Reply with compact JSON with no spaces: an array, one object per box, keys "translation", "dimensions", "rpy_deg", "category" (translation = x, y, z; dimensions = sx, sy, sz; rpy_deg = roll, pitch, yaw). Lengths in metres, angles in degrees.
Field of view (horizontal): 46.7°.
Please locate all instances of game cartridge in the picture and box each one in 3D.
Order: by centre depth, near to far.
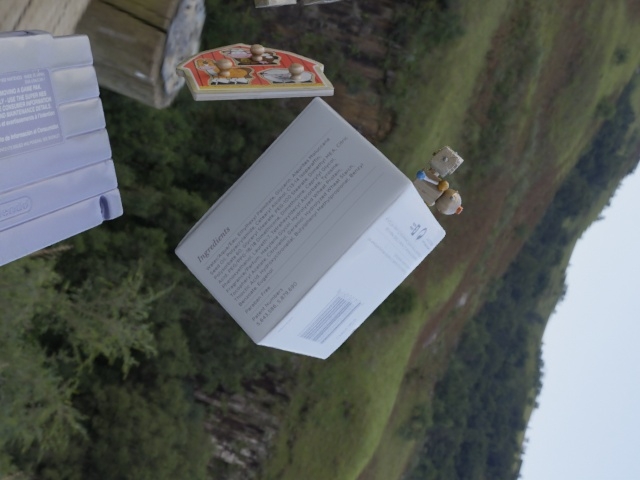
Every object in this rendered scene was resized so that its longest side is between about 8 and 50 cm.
[{"translation":[-0.350,-0.086,0.743],"dimensions":[0.355,0.068,0.230],"rpy_deg":[-35,118,-59],"category":"game cartridge"}]

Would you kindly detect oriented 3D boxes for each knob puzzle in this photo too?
[{"translation":[-0.089,-0.229,0.951],"dimensions":[0.213,0.213,0.030],"rpy_deg":[-66,162,-58],"category":"knob puzzle"}]

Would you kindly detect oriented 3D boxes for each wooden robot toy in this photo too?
[{"translation":[0.172,-0.075,1.022],"dimensions":[0.076,0.079,0.173],"rpy_deg":[-45,174,-19],"category":"wooden robot toy"}]

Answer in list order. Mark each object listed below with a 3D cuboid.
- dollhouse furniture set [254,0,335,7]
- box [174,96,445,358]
[{"translation":[-0.026,-0.463,1.145],"dimensions":[0.161,0.101,0.182],"rpy_deg":[-18,106,-35],"category":"dollhouse furniture set"},{"translation":[0.000,0.000,0.673],"dimensions":[0.182,0.119,0.181],"rpy_deg":[-47,159,3],"category":"box"}]
